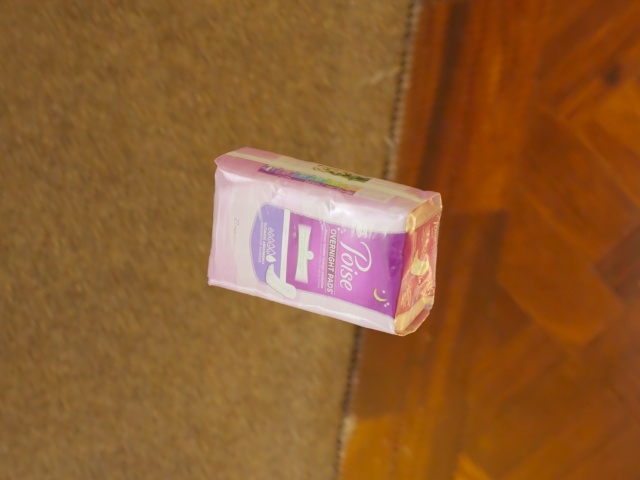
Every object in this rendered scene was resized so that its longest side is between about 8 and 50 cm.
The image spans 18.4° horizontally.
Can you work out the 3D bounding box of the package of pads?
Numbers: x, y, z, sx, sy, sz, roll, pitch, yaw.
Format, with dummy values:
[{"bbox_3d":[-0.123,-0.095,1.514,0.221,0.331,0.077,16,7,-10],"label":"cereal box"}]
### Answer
[{"bbox_3d":[0.000,0.000,0.705,0.032,0.083,0.050,-33,133,-55],"label":"package of pads"}]
